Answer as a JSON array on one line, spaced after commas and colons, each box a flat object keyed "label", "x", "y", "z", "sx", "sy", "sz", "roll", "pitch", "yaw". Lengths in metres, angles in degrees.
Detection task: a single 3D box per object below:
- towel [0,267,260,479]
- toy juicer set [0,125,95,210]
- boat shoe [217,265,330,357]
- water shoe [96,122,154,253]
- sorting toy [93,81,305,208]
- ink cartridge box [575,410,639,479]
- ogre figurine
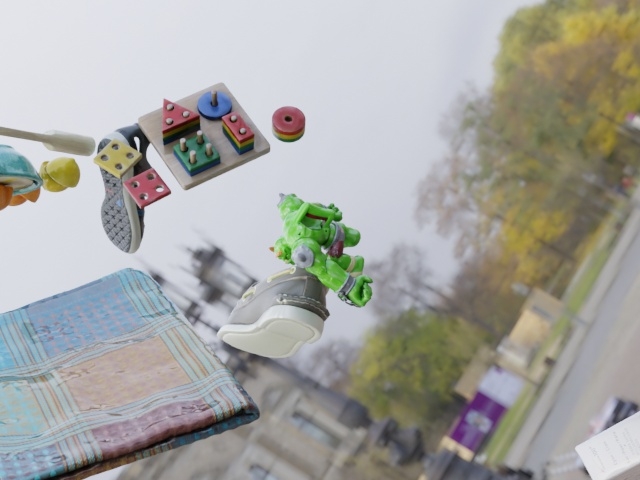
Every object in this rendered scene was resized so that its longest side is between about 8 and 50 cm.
[{"label": "towel", "x": -0.255, "y": 0.139, "z": 1.397, "sx": 0.272, "sy": 0.370, "sz": 0.040, "roll": -17, "pitch": -64, "yaw": -20}, {"label": "toy juicer set", "x": -0.420, "y": -0.084, "z": 1.816, "sx": 0.209, "sy": 0.089, "sz": 0.329, "roll": 0, "pitch": -12, "yaw": -34}, {"label": "boat shoe", "x": -0.065, "y": 0.104, "z": 1.877, "sx": 0.305, "sy": 0.109, "sz": 0.091, "roll": -29, "pitch": 43, "yaw": 65}, {"label": "water shoe", "x": -0.259, "y": -0.069, "z": 1.822, "sx": 0.080, "sy": 0.073, "sz": 0.203, "roll": -34, "pitch": -36, "yaw": -36}, {"label": "sorting toy", "x": -0.162, "y": -0.146, "z": 1.724, "sx": 0.275, "sy": 0.132, "sz": 0.046, "roll": -26, "pitch": -29, "yaw": -19}, {"label": "ink cartridge box", "x": 0.441, "y": 0.298, "z": 1.829, "sx": 0.261, "sy": 0.066, "sz": 0.296, "roll": -38, "pitch": -22, "yaw": 31}, {"label": "ogre figurine", "x": 0.000, "y": 0.000, "z": 1.738, "sx": 0.097, "sy": 0.118, "sz": 0.197, "roll": -34, "pitch": 42, "yaw": 38}]
